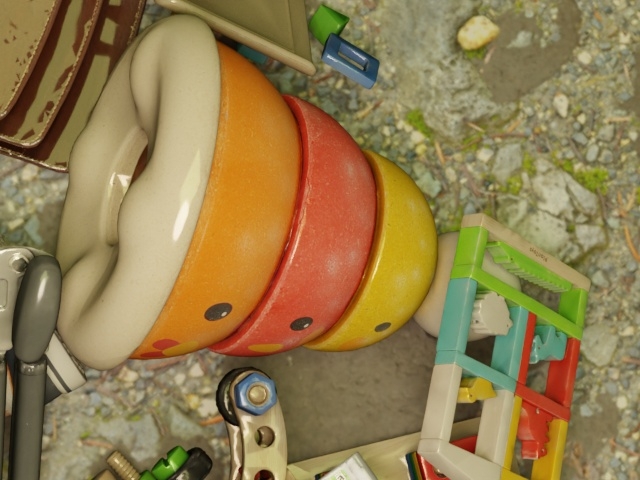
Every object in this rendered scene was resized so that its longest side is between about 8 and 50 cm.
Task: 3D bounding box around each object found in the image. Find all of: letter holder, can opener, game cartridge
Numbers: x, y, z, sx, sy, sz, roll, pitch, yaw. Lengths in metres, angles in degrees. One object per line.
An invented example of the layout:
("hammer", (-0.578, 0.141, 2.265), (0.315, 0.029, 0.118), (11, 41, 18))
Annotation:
("letter holder", (-0.290, -0.244, 1.698), (0.214, 0.152, 0.302), (18, 78, -8))
("can opener", (-0.293, 0.134, 1.569), (0.074, 0.093, 0.280), (1, 117, -17))
("game cartridge", (0.020, 0.255, 1.644), (0.083, 0.017, 0.056), (-37, 84, 0))

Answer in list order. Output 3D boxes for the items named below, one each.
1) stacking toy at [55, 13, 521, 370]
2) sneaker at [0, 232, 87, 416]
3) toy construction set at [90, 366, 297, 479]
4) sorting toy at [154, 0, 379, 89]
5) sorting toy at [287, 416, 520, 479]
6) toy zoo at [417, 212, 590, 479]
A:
("stacking toy", (0.000, 0.000, 1.659), (0.479, 0.350, 0.351), (15, 78, -22))
("sneaker", (-0.362, 0.034, 1.631), (0.127, 0.126, 0.321), (-29, 99, -3))
("toy construction set", (-0.100, 0.293, 1.580), (0.237, 0.309, 0.257), (49, 51, -8))
("sorting toy", (-0.098, -0.243, 1.710), (0.347, 0.196, 0.047), (24, 119, -22))
("sorting toy", (0.106, 0.327, 1.699), (0.257, 0.089, 0.255), (-12, 83, -12))
("toy zoo", (0.184, 0.143, 1.657), (0.192, 0.030, 0.293), (28, 66, -40))
